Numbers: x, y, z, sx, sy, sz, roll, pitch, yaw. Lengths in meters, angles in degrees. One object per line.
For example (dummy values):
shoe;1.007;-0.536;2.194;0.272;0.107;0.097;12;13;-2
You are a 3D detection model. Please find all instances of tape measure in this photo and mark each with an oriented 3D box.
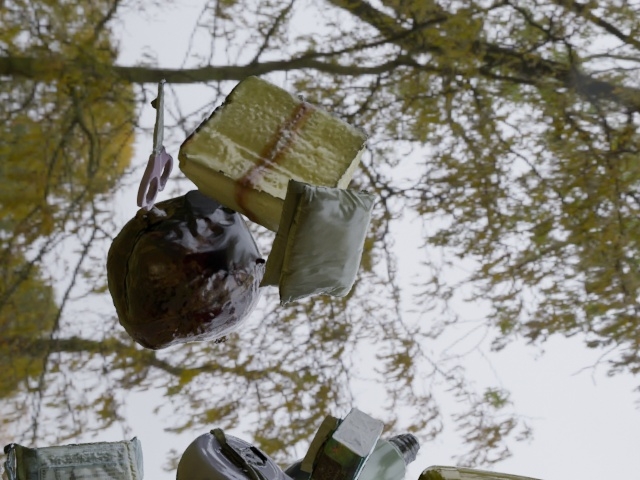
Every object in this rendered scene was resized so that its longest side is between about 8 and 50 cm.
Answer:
tape measure;-0.127;0.370;1.182;0.196;0.178;0.105;34;-82;26

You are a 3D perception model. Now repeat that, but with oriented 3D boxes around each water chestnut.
water chestnut;-0.262;0.091;1.537;0.335;0.335;0.347;38;-33;49

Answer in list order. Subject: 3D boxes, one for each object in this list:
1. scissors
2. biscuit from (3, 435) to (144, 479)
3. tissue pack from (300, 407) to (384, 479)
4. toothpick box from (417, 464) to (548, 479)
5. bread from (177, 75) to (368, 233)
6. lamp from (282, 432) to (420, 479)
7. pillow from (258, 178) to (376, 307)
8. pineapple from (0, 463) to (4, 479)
scissors;-0.236;-0.141;1.099;0.110;0.021;0.212;-68;172;-49
biscuit;-0.533;0.515;1.690;0.186;0.309;0.079;62;-40;42
tissue pack;0.023;0.292;1.039;0.079;0.085;0.111;29;-62;12
toothpick box;0.276;0.422;1.098;0.175;0.271;0.175;-174;-90;-85
bread;-0.073;-0.153;1.288;0.236;0.263;0.198;-62;176;-8
lamp;0.039;0.443;1.357;0.181;0.314;0.182;12;-69;34
pillow;0.000;0.000;1.061;0.078;0.134;0.181;52;-47;53
pineapple;-0.524;0.309;0.792;0.175;0.361;0.175;60;-12;23
